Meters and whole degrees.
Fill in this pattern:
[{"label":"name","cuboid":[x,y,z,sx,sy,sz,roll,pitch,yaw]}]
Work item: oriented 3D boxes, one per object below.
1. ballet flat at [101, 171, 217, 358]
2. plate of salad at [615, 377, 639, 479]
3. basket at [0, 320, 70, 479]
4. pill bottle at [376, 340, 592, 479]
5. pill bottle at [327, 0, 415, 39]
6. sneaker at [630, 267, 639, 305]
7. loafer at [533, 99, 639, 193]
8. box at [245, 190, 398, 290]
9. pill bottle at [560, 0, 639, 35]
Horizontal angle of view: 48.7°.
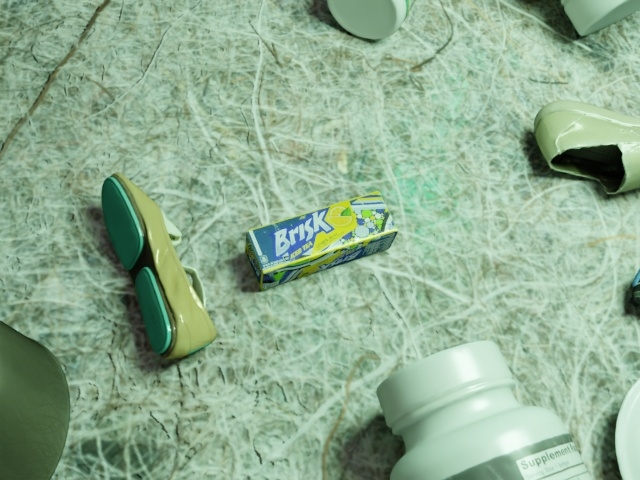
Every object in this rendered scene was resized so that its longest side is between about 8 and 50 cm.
[{"label":"ballet flat","cuboid":[-0.181,0.025,0.793,0.073,0.080,0.232,-5,62,-41]},{"label":"plate of salad","cuboid":[0.407,0.229,0.763,0.200,0.048,0.199,2,73,-8]},{"label":"basket","cuboid":[-0.321,0.139,0.616,0.154,0.226,0.204,5,61,-4]},{"label":"pill bottle","cuboid":[0.169,0.261,0.642,0.177,0.176,0.318,-15,65,-15]},{"label":"pill bottle","cuboid":[0.101,-0.398,1.015,0.118,0.117,0.208,26,63,6]},{"label":"sneaker","cuboid":[0.453,0.097,0.837,0.188,0.067,0.078,32,84,8]},{"label":"loafer","cuboid":[0.407,-0.104,0.914,0.269,0.102,0.092,13,62,10]},{"label":"box","cuboid":[0.000,0.000,0.827,0.169,0.054,0.059,-17,66,-16]},{"label":"pill bottle","cuboid":[0.364,-0.494,1.014,0.204,0.204,0.360,-27,87,-20]}]
